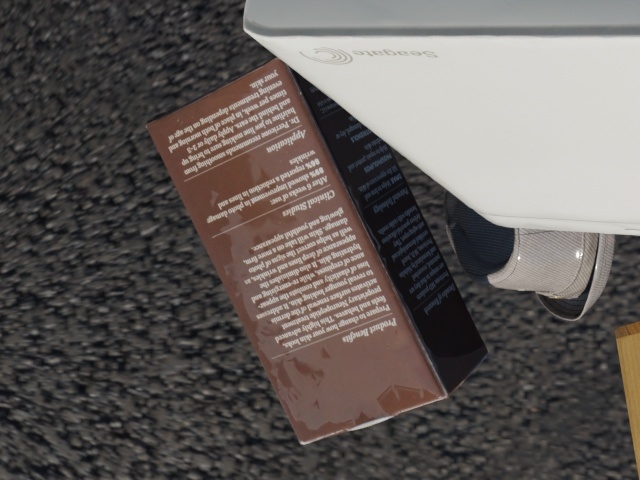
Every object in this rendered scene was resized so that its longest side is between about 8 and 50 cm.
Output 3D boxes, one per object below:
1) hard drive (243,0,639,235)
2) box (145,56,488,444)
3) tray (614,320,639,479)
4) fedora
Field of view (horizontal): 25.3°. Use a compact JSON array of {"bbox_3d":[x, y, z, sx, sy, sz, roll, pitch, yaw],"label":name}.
[{"bbox_3d":[0.142,-0.070,0.826,0.353,0.233,0.047,31,67,-58],"label":"hard drive"},{"bbox_3d":[0.000,0.000,1.488,0.143,0.191,0.381,-30,97,-58],"label":"box"},{"bbox_3d":[0.542,0.223,1.847,0.411,0.076,0.202,11,66,-43],"label":"tray"},{"bbox_3d":[0.215,-0.026,1.581,0.124,0.275,0.243,-7,104,-14],"label":"fedora"}]
